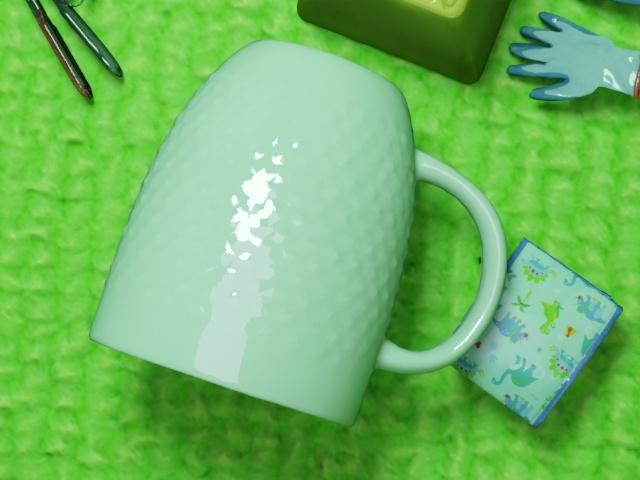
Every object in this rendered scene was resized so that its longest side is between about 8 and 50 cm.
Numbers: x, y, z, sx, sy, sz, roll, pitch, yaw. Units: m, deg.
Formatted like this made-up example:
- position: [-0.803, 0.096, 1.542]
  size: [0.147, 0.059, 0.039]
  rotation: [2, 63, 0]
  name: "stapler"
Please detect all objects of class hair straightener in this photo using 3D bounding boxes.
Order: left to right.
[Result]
- position: [-0.277, -0.271, 1.526]
  size: [0.089, 0.047, 0.230]
  rotation: [-32, 84, 5]
  name: "hair straightener"

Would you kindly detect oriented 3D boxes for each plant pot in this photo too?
- position: [0.100, -0.298, 1.413]
  size: [0.212, 0.187, 0.212]
  rotation: [22, 93, 4]
  name: "plant pot"

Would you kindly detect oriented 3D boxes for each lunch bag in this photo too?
- position: [0.217, 0.092, 1.454]
  size: [0.128, 0.096, 0.151]
  rotation: [35, 103, 4]
  name: "lunch bag"

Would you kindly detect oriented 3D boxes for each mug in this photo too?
- position: [0.000, 0.000, 1.391]
  size: [0.374, 0.276, 0.328]
  rotation: [19, 85, -1]
  name: "mug"

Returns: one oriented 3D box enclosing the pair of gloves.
- position: [0.278, -0.235, 1.453]
  size: [0.159, 0.023, 0.198]
  rotation: [14, 88, 29]
  name: "pair of gloves"
